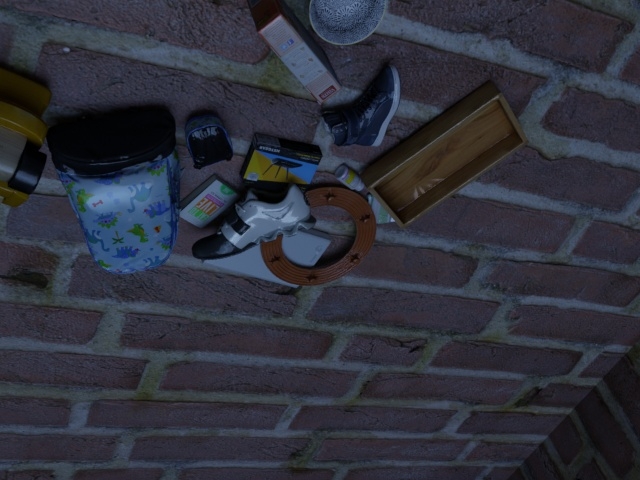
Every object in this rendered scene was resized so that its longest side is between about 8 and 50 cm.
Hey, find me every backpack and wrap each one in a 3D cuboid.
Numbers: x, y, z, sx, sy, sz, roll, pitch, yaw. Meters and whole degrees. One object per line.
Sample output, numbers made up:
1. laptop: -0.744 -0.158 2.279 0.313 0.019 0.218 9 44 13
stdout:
1. backpack: -0.457 -0.096 1.692 0.290 0.273 0.355 -10 146 -16
2. backpack: -0.268 -0.243 1.702 0.105 0.084 0.114 -16 140 -3

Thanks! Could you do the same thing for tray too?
1. tray: 0.328 -0.220 1.910 0.411 0.076 0.203 -35 133 12

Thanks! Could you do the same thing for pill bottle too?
1. pill bottle: 0.079 -0.164 1.916 0.043 0.043 0.083 -41 131 20

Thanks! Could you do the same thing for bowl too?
1. bowl: 0.049 -0.516 1.549 0.170 0.080 0.170 -10 134 -10

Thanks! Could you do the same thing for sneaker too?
1. sneaker: -0.190 -0.058 1.845 0.331 0.122 0.146 -21 114 3
2. sneaker: 0.094 -0.320 1.736 0.163 0.086 0.226 -3 133 -24

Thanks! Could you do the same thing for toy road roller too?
1. toy road roller: -0.693 -0.220 1.543 0.202 0.240 0.329 23 158 -29

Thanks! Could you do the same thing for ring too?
1. ring: 0.000 0.000 2.001 0.337 0.032 0.336 -10 127 -13

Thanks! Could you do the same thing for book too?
1. book: -0.291 -0.100 1.871 0.144 0.035 0.096 -38 136 17

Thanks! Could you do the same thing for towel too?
1. towel: 0.200 -0.093 2.037 0.152 0.023 0.113 -6 134 -13

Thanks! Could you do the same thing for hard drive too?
1. hard drive: -0.152 0.023 2.023 0.308 0.040 0.203 17 125 -29

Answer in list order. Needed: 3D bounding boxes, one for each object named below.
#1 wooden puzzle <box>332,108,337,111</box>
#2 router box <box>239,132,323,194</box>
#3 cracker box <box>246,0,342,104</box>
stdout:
1. wooden puzzle: 0.038 -0.294 1.806 0.049 0.006 0.083 -6 133 -13
2. router box: -0.101 -0.192 1.830 0.179 0.046 0.133 8 130 -24
3. cracker box: -0.056 -0.422 1.551 0.067 0.155 0.232 -34 132 15
